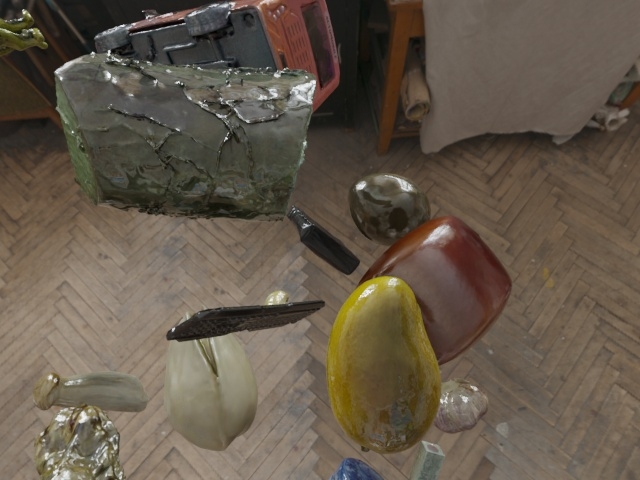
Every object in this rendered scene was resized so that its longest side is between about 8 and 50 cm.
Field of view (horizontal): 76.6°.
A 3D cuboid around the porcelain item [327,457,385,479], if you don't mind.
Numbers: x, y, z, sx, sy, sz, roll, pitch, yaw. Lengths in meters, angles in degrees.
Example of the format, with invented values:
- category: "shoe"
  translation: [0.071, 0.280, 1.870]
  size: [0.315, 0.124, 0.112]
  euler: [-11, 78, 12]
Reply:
- category: "porcelain item"
  translation: [0.078, 0.537, 0.834]
  size: [0.147, 0.147, 0.114]
  euler: [34, 93, 16]

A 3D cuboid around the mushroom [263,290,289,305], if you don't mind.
- category: "mushroom"
  translation: [-0.171, 0.273, 1.624]
  size: [0.112, 0.148, 0.147]
  euler: [13, 67, 0]

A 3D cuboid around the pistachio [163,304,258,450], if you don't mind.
- category: "pistachio"
  translation: [-0.262, 0.316, 0.951]
  size: [0.208, 0.226, 0.331]
  euler: [-9, 66, -19]

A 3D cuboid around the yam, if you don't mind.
- category: "yam"
  translation: [-0.154, -0.121, 0.498]
  size: [0.272, 0.202, 0.201]
  euler: [8, 34, -10]

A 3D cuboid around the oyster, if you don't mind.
- category: "oyster"
  translation: [-0.341, 0.361, 0.593]
  size: [0.129, 0.078, 0.345]
  euler: [-39, 44, -24]

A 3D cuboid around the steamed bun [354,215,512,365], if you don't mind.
- category: "steamed bun"
  translation: [0.240, 0.087, 0.828]
  size: [0.248, 0.379, 0.235]
  euler: [-42, 79, 14]

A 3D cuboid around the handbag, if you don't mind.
- category: "handbag"
  translation: [0.000, 0.000, 1.359]
  size: [0.080, 0.247, 0.223]
  euler: [-50, 27, 4]

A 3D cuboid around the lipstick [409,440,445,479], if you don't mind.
- category: "lipstick"
  translation: [0.146, 0.366, 0.600]
  size: [0.030, 0.030, 0.129]
  euler: [18, 94, -3]

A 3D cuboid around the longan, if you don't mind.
- category: "longan"
  translation: [0.196, -0.093, 1.175]
  size: [0.249, 0.248, 0.247]
  euler: [-1, 66, 2]

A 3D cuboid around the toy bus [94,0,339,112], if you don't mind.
- category: "toy bus"
  translation: [-0.193, -0.323, 0.739]
  size: [0.428, 0.202, 0.233]
  euler: [11, 45, 33]

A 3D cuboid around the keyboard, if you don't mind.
- category: "keyboard"
  translation: [-0.101, 0.122, 0.627]
  size: [0.106, 0.263, 0.016]
  euler: [-32, 67, 31]

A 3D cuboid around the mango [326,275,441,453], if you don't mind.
- category: "mango"
  translation: [0.056, 0.110, 0.367]
  size: [0.104, 0.076, 0.160]
  euler: [-5, 100, -3]

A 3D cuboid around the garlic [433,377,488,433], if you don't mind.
- category: "garlic"
  translation: [0.309, 0.380, 0.927]
  size: [0.147, 0.159, 0.101]
  euler: [-20, 84, -40]

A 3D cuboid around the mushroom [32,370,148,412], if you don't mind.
- category: "mushroom"
  translation: [-0.830, 0.550, 1.494]
  size: [0.138, 0.407, 0.154]
  euler: [-33, 55, 15]

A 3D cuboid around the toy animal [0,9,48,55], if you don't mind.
- category: "toy animal"
  translation: [-0.503, -0.327, 0.582]
  size: [0.136, 0.181, 0.073]
  euler: [-29, 72, -14]
